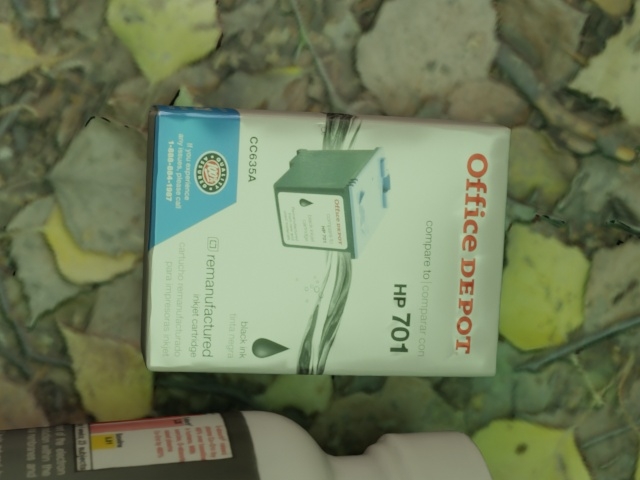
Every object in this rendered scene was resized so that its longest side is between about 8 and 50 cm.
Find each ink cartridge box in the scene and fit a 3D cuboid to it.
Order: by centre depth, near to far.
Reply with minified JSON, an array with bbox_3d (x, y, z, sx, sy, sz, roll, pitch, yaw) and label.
[{"bbox_3d":[0.000,0.000,0.818,0.190,0.082,0.140,2,95,-8],"label":"ink cartridge box"}]

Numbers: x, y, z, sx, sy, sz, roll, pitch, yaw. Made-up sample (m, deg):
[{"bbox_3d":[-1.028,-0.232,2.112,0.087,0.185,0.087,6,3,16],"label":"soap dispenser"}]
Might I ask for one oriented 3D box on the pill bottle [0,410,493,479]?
[{"bbox_3d":[-0.097,0.194,0.754,0.362,0.210,0.210,-4,96,-9],"label":"pill bottle"}]
